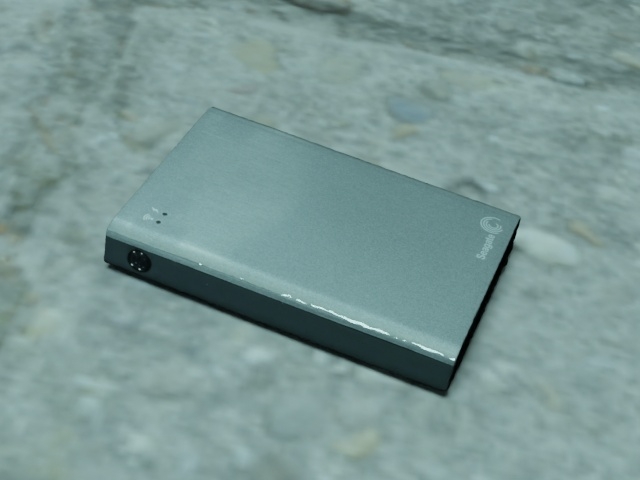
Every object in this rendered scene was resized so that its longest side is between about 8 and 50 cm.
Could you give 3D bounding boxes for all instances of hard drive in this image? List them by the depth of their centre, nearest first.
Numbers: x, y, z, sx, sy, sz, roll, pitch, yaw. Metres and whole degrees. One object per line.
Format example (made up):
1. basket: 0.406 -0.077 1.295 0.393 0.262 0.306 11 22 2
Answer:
1. hard drive: 0.000 0.000 0.539 0.135 0.022 0.094 20 39 10
